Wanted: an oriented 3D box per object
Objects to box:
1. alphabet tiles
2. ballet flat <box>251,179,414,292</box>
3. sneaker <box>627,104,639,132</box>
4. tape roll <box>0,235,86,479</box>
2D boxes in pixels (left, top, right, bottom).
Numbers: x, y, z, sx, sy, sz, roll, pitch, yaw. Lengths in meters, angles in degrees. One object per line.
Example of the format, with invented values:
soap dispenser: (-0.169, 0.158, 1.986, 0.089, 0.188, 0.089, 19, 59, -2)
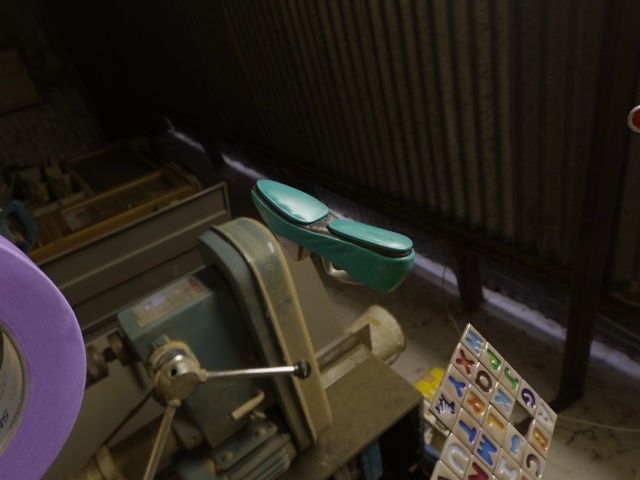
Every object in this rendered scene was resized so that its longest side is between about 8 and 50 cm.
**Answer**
alphabet tiles: (0.224, 0.260, 0.585, 0.198, 0.237, 0.009, 46, -40, -5)
ballet flat: (0.000, 0.000, 0.576, 0.247, 0.083, 0.087, 26, -62, 26)
sneaker: (0.433, -0.142, 0.515, 0.067, 0.118, 0.042, -77, 168, -74)
tape roll: (-0.330, 0.109, 0.319, 0.090, 0.274, 0.275, 14, -51, 45)
